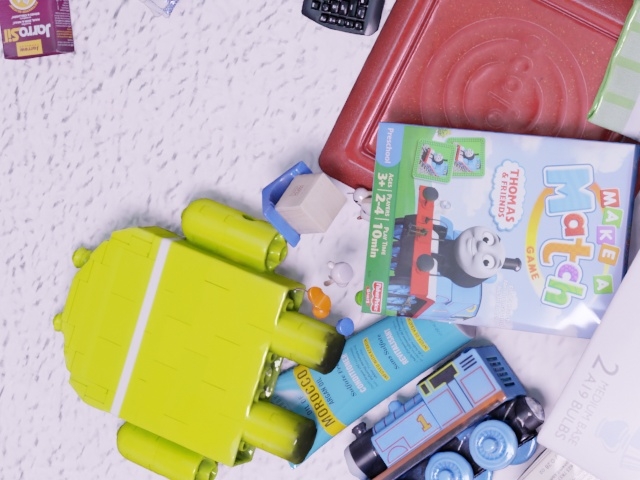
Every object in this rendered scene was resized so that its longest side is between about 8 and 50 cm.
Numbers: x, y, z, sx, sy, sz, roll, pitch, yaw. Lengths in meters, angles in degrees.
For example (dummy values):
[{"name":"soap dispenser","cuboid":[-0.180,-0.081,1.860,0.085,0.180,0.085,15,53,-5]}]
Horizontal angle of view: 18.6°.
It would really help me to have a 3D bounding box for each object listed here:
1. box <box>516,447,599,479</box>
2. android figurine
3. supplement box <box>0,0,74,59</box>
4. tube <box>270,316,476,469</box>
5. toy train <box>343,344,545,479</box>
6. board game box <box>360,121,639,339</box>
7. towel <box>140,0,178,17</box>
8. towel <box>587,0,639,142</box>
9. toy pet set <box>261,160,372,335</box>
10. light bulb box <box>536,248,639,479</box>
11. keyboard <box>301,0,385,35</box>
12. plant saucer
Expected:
[{"name":"box","cuboid":[0.279,0.269,1.583,0.275,0.113,0.094,45,105,10]},{"name":"android figurine","cuboid":[-0.115,0.088,1.702,0.273,0.056,0.248,20,100,23]},{"name":"supplement box","cuboid":[-0.255,-0.205,1.737,0.055,0.043,0.083,-7,93,15]},{"name":"tube","cuboid":[0.036,0.112,1.678,0.207,0.052,0.080,-34,73,21]},{"name":"toy train","cuboid":[0.100,0.170,1.647,0.184,0.080,0.105,-37,75,18]},{"name":"board game box","cuboid":[0.145,-0.009,1.585,0.212,0.039,0.160,6,93,15]},{"name":"towel","cuboid":[-0.128,-0.362,1.693,0.209,0.034,0.285,40,102,12]},{"name":"towel","cuboid":[0.301,-0.121,1.558,0.152,0.023,0.113,17,100,-12]},{"name":"toy pet set","cuboid":[0.000,0.000,1.646,0.114,0.122,0.065,47,152,-26]},{"name":"light bulb box","cuboid":[0.414,0.080,1.429,0.361,0.225,0.358,30,102,17]},{"name":"keyboard","cuboid":[0.018,-0.275,1.654,0.100,0.038,0.192,13,97,15]},{"name":"plant saucer","cuboid":[0.155,-0.114,1.622,0.259,0.048,0.258,29,102,12]}]
